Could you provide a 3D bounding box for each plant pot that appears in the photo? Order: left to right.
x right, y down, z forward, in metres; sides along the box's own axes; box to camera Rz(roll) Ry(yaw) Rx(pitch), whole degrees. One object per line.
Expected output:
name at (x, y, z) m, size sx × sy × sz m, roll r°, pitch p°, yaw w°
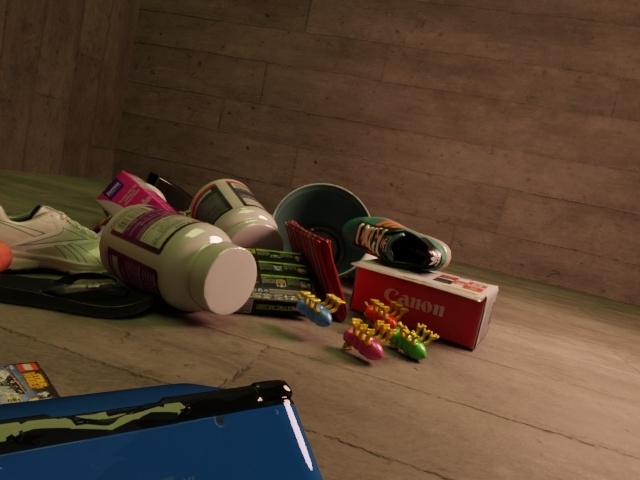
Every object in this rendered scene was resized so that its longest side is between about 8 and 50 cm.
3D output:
plant pot at (-0.631, -0.156, 1.913) m, size 0.167 × 0.188 × 0.187 m, roll 22°, pitch 0°, yaw -33°
plant pot at (0.000, 0.000, 1.428) m, size 0.293 × 0.293 × 0.196 m, roll 12°, pitch -20°, yaw 2°

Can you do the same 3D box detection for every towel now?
towel at (-0.015, 0.062, 1.116) m, size 0.031 × 0.199 × 0.275 m, roll -19°, pitch 17°, yaw -15°

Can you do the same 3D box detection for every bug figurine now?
bug figurine at (0.088, 0.165, 0.908) m, size 0.279 × 0.072 × 0.216 m, roll 13°, pitch 11°, yaw -39°

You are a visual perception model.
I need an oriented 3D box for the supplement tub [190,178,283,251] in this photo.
supplement tub at (-0.231, -0.035, 1.287) m, size 0.191 × 0.191 × 0.272 m, roll 8°, pitch 26°, yaw -35°

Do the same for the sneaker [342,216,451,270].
sneaker at (0.170, 0.000, 1.185) m, size 0.302 × 0.108 × 0.121 m, roll 17°, pitch 5°, yaw 33°

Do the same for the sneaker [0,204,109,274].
sneaker at (-0.519, 0.000, 0.943) m, size 0.297 × 0.129 × 0.111 m, roll 8°, pitch 6°, yaw -44°

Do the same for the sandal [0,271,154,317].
sandal at (-0.406, 0.081, 0.774) m, size 0.254 × 0.054 × 0.097 m, roll 10°, pitch 7°, yaw -19°

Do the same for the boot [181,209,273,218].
boot at (-0.307, -0.035, 1.599) m, size 0.377 × 0.138 × 0.284 m, roll 7°, pitch 6°, yaw -12°

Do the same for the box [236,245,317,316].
box at (-0.115, 0.084, 1.014) m, size 0.190 × 0.045 × 0.184 m, roll 6°, pitch 29°, yaw -19°

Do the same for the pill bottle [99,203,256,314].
pill bottle at (-0.271, 0.037, 0.900) m, size 0.301 × 0.169 × 0.169 m, roll 17°, pitch 8°, yaw 35°

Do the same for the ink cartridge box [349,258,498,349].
ink cartridge box at (0.242, 0.142, 1.134) m, size 0.309 × 0.130 × 0.272 m, roll 15°, pitch 7°, yaw 27°

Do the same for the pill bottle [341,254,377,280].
pill bottle at (0.159, 0.084, 1.478) m, size 0.131 × 0.131 × 0.229 m, roll 10°, pitch 7°, yaw -22°

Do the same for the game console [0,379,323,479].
game console at (-0.160, 0.188, 0.311) m, size 0.293 × 0.173 × 0.250 m, roll 6°, pitch 46°, yaw -41°

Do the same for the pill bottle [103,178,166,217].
pill bottle at (-0.630, -0.121, 1.570) m, size 0.176 × 0.176 × 0.318 m, roll 8°, pitch 7°, yaw -31°

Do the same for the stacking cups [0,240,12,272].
stacking cups at (-0.547, 0.041, 0.689) m, size 0.096 × 0.096 × 0.316 m, roll 11°, pitch 6°, yaw -10°

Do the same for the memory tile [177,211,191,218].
memory tile at (-0.392, -0.019, 1.394) m, size 0.113 × 0.148 × 0.012 m, roll 9°, pitch -34°, yaw -4°

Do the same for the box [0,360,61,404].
box at (-0.298, 0.157, 0.437) m, size 0.094 × 0.027 × 0.137 m, roll 5°, pitch 10°, yaw -45°

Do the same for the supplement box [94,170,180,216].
supplement box at (-0.468, -0.070, 1.266) m, size 0.220 × 0.111 × 0.114 m, roll 41°, pitch -2°, yaw -1°

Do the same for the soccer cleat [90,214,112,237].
soccer cleat at (-0.585, -0.027, 1.288) m, size 0.095 × 0.083 × 0.248 m, roll 3°, pitch 13°, yaw -30°
